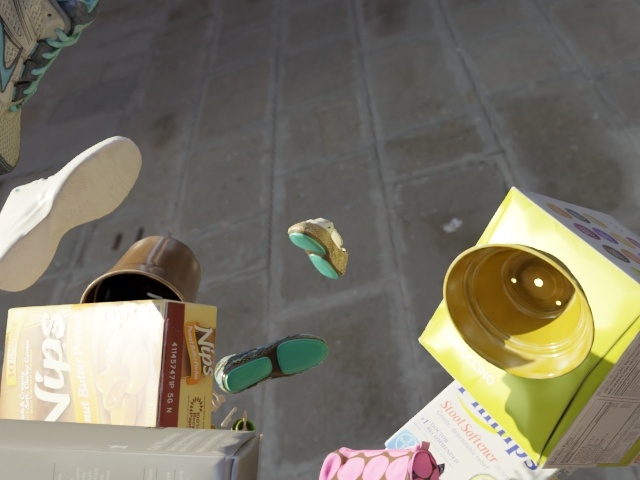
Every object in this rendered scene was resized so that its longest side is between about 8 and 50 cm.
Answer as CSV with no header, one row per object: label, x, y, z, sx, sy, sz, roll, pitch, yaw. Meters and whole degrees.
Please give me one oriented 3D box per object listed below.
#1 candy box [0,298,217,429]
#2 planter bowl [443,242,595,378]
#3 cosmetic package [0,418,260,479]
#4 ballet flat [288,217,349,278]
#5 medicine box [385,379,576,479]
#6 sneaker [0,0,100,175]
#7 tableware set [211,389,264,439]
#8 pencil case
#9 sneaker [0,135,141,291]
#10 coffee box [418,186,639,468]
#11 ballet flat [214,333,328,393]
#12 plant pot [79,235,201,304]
candy box,-0.268,0.171,1.108,0.317,0.088,0.182,-6,77,39
planter bowl,0.287,0.077,1.253,0.217,0.217,0.090,7,33,35
cosmetic package,-0.164,0.168,0.572,0.238,0.107,0.127,5,-4,2
ballet flat,0.000,0.000,1.569,0.073,0.206,0.067,17,74,21
medicine box,0.328,0.418,1.799,0.289,0.149,0.263,-43,61,1
sneaker,-0.233,-0.160,0.691,0.122,0.283,0.110,6,41,-9
tableware set,-0.177,0.338,1.634,0.104,0.154,0.024,-50,5,-36
pencil case,0.094,0.381,1.485,0.209,0.095,0.098,-13,73,39
sneaker,-0.295,-0.047,0.998,0.212,0.080,0.094,-45,49,-10
coffee box,0.446,0.156,1.577,0.334,0.338,0.337,11,26,-43
ballet flat,-0.080,0.185,1.417,0.189,0.070,0.070,-12,26,-29
plant pot,-0.255,0.083,1.357,0.167,0.166,0.165,-12,23,10
